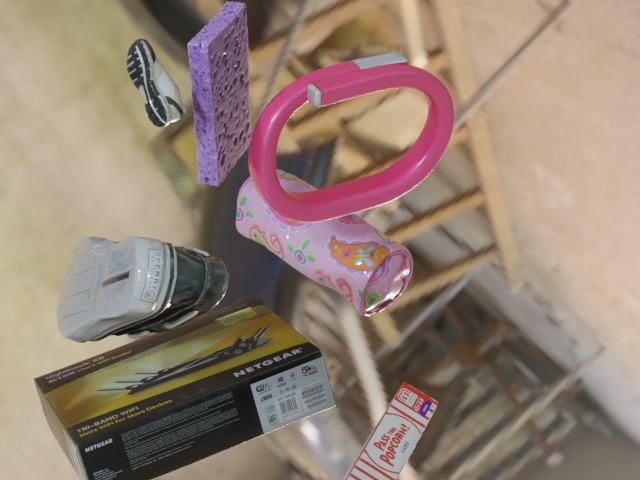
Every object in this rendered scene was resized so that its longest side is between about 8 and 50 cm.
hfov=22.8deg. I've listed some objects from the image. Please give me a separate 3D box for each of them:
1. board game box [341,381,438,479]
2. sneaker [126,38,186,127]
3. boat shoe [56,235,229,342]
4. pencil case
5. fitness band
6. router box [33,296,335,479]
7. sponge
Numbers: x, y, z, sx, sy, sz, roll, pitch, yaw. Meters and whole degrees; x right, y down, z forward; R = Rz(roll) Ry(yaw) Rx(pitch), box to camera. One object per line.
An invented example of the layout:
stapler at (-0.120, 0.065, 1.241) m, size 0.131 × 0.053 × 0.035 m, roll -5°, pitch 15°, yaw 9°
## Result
board game box at (0.044, 0.255, 1.628) m, size 0.045 × 0.146 × 0.193 m, roll 31°, pitch 138°, yaw 4°
sneaker at (-0.194, -0.187, 1.876) m, size 0.040 × 0.044 × 0.109 m, roll -19°, pitch 91°, yaw 43°
boat shoe at (-0.199, 0.062, 1.728) m, size 0.119 × 0.121 × 0.335 m, roll 14°, pitch 173°, yaw -23°
pencil case at (0.000, 0.000, 2.341) m, size 0.284 × 0.124 × 0.124 m, roll 32°, pitch 161°, yaw 30°
fitness band at (0.044, -0.129, 2.049) m, size 0.054 × 0.291 × 0.209 m, roll 45°, pitch 141°, yaw 45°
router box at (-0.170, 0.184, 1.923) m, size 0.243 × 0.309 × 0.081 m, roll 31°, pitch 138°, yaw 64°
sponge at (-0.124, -0.184, 1.989) m, size 0.031 × 0.117 × 0.210 m, roll 12°, pitch 130°, yaw 17°
